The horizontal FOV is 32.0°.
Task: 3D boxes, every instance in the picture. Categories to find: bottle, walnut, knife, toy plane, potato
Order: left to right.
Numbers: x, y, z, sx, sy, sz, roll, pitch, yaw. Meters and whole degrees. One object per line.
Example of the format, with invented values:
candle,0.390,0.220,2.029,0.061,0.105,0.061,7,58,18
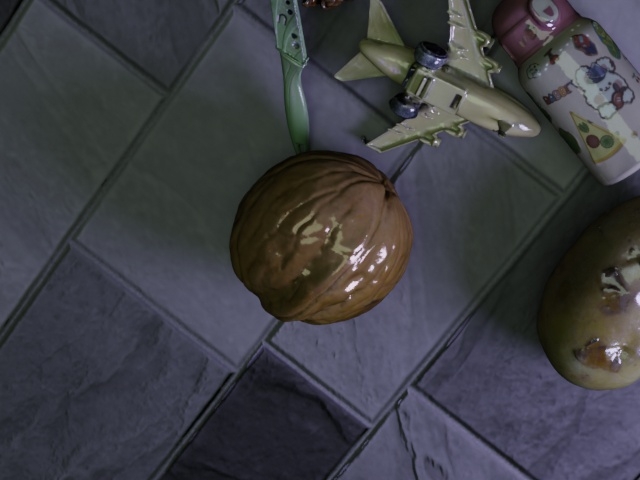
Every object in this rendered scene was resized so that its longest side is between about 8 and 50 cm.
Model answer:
knife,-0.033,-0.216,1.359,0.043,0.020,0.293,15,135,26
walnut,0.000,0.000,1.372,0.227,0.228,0.228,2,101,9
toy plane,0.152,-0.190,1.369,0.256,0.104,0.242,32,119,9
bottle,0.304,-0.194,1.326,0.120,0.120,0.253,-39,92,14
potato,0.359,0.060,1.350,0.164,0.165,0.262,22,108,5

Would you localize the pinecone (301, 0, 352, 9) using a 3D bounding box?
pinecone,-0.006,-0.373,1.330,0.179,0.150,0.195,-14,102,7
